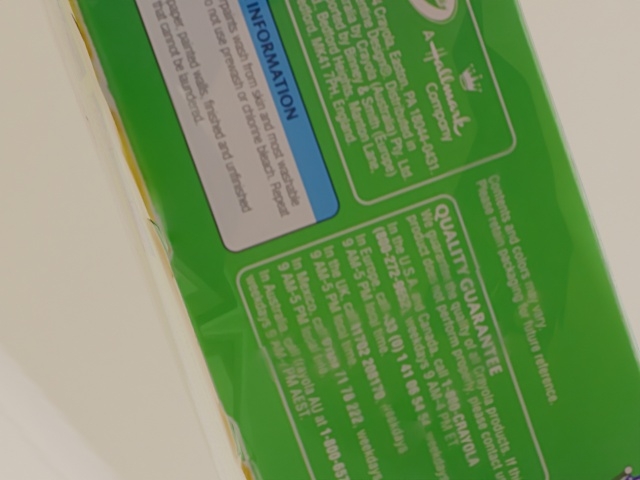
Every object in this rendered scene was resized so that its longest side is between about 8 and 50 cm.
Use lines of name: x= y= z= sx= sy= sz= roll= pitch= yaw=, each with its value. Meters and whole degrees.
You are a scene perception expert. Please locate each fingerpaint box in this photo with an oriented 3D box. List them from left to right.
fingerpaint box: x=0.000 y=0.000 z=0.742 sx=0.371 sy=0.163 sz=0.444 roll=-168 pitch=58 yaw=-81
